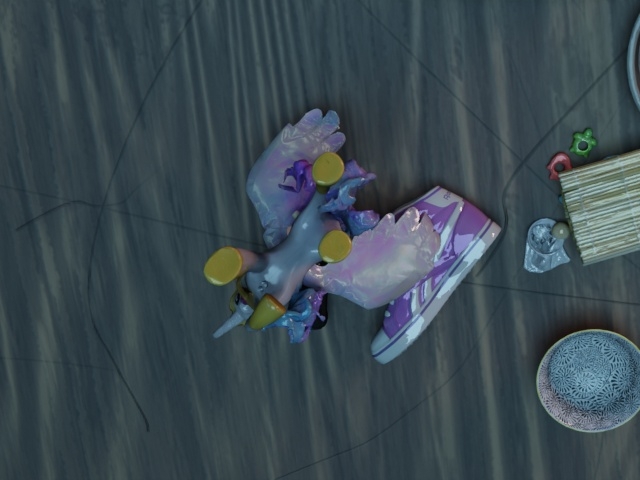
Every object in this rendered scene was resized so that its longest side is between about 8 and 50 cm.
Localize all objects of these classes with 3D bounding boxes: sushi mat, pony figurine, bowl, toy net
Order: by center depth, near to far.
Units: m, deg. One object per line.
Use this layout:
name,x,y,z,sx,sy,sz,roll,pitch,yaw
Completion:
pony figurine,-0.018,-0.001,1.635,0.351,0.363,0.303,-44,85,-11
sushi mat,0.513,-0.072,1.724,0.316,0.019,0.151,-17,109,13
toy net,0.371,-0.048,1.787,0.122,0.045,0.232,34,108,-4
bowl,0.418,0.204,1.837,0.170,0.080,0.170,2,106,7

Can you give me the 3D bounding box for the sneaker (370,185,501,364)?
sneaker,0.130,0.044,1.823,0.161,0.102,0.282,36,97,-1

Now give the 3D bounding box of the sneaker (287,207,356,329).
sneaker,0.000,0.000,1.820,0.124,0.107,0.283,-10,105,4

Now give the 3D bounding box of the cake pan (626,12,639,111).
cake pan,0.584,-0.264,1.692,0.293,0.054,0.293,2,107,6
